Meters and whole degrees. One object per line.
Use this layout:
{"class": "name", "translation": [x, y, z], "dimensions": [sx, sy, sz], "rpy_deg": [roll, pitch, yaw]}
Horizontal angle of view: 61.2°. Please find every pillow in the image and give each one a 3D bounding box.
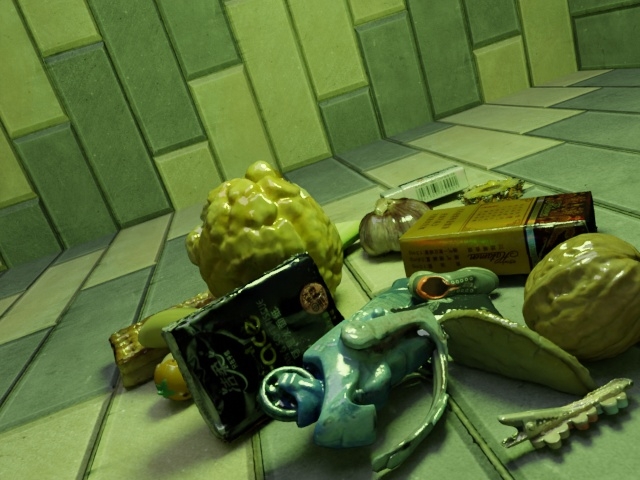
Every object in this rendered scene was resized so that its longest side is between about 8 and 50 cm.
{"class": "pillow", "translation": [0.252, 0.160, 1.079], "dimensions": [0.208, 0.055, 0.141], "rpy_deg": [-13, 31, 1]}

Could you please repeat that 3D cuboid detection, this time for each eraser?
{"class": "eraser", "translation": [0.354, -0.173, 1.868], "dimensions": [0.287, 0.086, 0.130], "rpy_deg": [-20, 7, 2]}

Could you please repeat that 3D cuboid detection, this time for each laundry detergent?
{"class": "laundry detergent", "translation": [0.176, 0.138, 1.212], "dimensions": [0.096, 0.061, 0.206], "rpy_deg": [10, 32, 43]}

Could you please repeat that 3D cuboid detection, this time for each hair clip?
{"class": "hair clip", "translation": [0.349, 0.248, 0.759], "dimensions": [0.214, 0.056, 0.062], "rpy_deg": [-13, 1, -10]}

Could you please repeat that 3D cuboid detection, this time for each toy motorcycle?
{"class": "toy motorcycle", "translation": [0.079, 0.219, 0.879], "dimensions": [0.319, 0.182, 0.241], "rpy_deg": [-31, 22, -35]}

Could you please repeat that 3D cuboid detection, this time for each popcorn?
{"class": "popcorn", "translation": [-0.130, 0.029, 1.310], "dimensions": [0.344, 0.390, 0.354], "rpy_deg": [-33, 8, 6]}

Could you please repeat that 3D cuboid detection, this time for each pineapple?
{"class": "pineapple", "translation": [0.545, -0.151, 1.735], "dimensions": [0.221, 0.047, 0.221], "rpy_deg": [-17, 14, 4]}

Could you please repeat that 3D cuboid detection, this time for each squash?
{"class": "squash", "translation": [0.000, 0.000, 1.691], "dimensions": [0.203, 0.111, 0.288], "rpy_deg": [29, 49, 30]}

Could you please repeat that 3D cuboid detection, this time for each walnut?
{"class": "walnut", "translation": [0.433, 0.096, 0.881], "dimensions": [0.213, 0.213, 0.213], "rpy_deg": [-16, 18, 6]}

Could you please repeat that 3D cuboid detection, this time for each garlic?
{"class": "garlic", "translation": [0.216, -0.054, 1.576], "dimensions": [0.245, 0.160, 0.245], "rpy_deg": [-20, 9, 3]}

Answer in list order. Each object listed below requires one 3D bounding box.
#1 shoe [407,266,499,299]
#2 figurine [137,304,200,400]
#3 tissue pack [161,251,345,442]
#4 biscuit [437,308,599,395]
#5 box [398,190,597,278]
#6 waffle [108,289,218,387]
{"class": "shoe", "translation": [0.287, 0.098, 1.151], "dimensions": [0.194, 0.074, 0.077], "rpy_deg": [-2, 4, 1]}
{"class": "figurine", "translation": [-0.273, 0.248, 1.183], "dimensions": [0.324, 0.124, 0.222], "rpy_deg": [6, 57, 25]}
{"class": "tissue pack", "translation": [-0.106, 0.196, 1.035], "dimensions": [0.332, 0.245, 0.123], "rpy_deg": [-28, 3, -28]}
{"class": "biscuit", "translation": [0.291, 0.171, 0.889], "dimensions": [0.290, 0.141, 0.038], "rpy_deg": [8, 45, 49]}
{"class": "box", "translation": [0.425, -0.012, 1.281], "dimensions": [0.415, 0.116, 0.264], "rpy_deg": [-6, 15, 29]}
{"class": "waffle", "translation": [-0.382, 0.245, 1.398], "dimensions": [0.308, 0.091, 0.213], "rpy_deg": [-24, 19, -21]}
